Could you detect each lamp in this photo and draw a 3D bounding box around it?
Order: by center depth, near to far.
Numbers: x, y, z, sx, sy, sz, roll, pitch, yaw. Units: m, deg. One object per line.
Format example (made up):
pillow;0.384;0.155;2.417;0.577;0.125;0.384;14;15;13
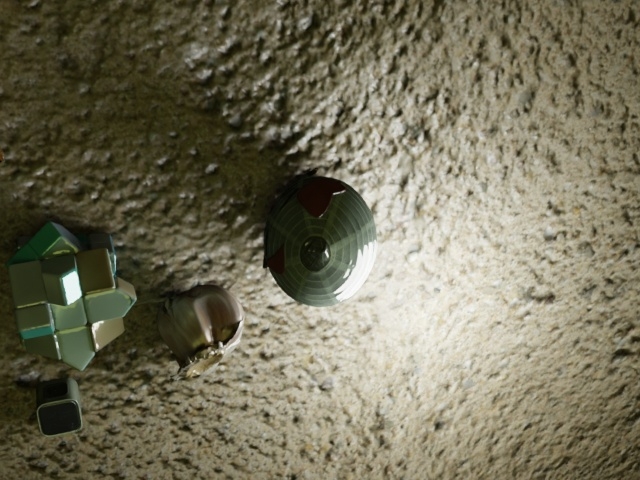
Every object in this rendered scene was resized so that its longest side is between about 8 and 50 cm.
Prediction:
lamp;0.000;0.000;1.684;0.233;0.233;0.265;16;100;-24

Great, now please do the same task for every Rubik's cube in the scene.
Rubik's cube;-0.458;0.093;1.579;0.224;0.213;0.265;-4;111;-16

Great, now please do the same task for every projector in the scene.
projector;-0.529;0.337;1.735;0.083;0.082;0.083;-9;116;-15

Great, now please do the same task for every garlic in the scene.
garlic;-0.281;0.190;1.695;0.256;0.207;0.207;6;110;-13

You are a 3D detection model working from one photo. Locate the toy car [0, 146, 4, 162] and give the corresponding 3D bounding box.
toy car;-0.626;-0.144;1.521;0.122;0.035;0.059;-24;120;-8
